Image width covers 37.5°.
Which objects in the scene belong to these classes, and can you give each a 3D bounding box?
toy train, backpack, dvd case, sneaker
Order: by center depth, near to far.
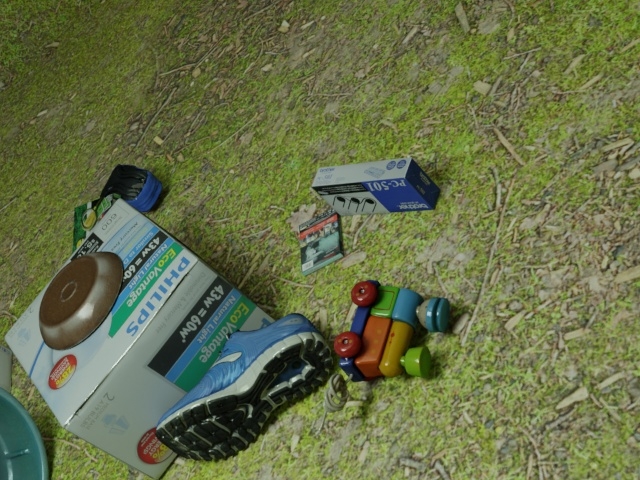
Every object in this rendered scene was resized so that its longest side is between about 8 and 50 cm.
[{"bbox_3d":[0.099,0.182,1.404,0.144,0.105,0.248,4,60,29],"label":"toy train"},{"bbox_3d":[-0.131,0.238,1.561,0.330,0.129,0.147,-34,29,6],"label":"sneaker"},{"bbox_3d":[0.000,0.000,1.709,0.087,0.013,0.119,-28,41,23],"label":"dvd case"},{"bbox_3d":[-0.412,-0.114,2.117,0.120,0.101,0.097,7,71,39],"label":"backpack"}]

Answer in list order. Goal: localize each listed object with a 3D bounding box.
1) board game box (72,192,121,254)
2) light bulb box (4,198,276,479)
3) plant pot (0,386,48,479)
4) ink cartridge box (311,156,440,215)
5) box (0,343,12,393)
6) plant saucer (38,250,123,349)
[{"bbox_3d":[-0.491,0.036,2.053,0.136,0.030,0.259,-18,67,37],"label":"board game box"},{"bbox_3d":[-0.333,0.166,1.706,0.358,0.225,0.361,-52,38,-6],"label":"light bulb box"},{"bbox_3d":[-0.751,0.458,1.749,0.334,0.341,0.341,-20,46,30],"label":"plant pot"},{"bbox_3d":[0.094,-0.091,1.632,0.207,0.097,0.046,-3,56,41],"label":"ink cartridge box"},{"bbox_3d":[-0.774,0.403,2.049,0.232,0.058,0.322,-35,39,15],"label":"box"},{"bbox_3d":[-0.429,0.096,1.646,0.199,0.036,0.198,-25,44,27],"label":"plant saucer"}]
